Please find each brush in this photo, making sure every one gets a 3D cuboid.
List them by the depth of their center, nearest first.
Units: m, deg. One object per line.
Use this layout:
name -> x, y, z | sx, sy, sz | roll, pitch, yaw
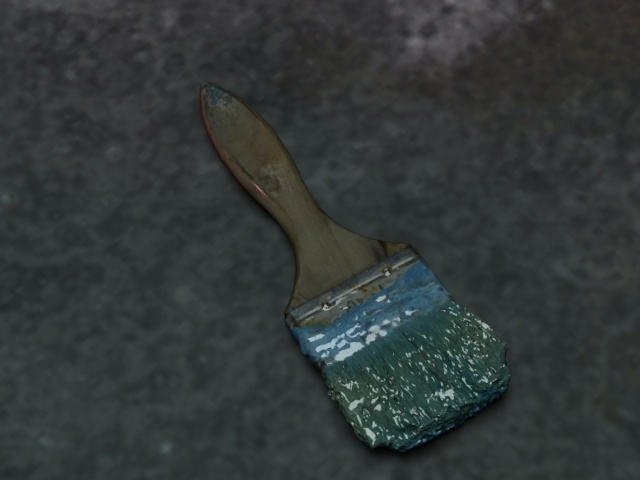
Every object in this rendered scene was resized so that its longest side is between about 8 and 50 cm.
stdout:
brush -> 0.000, 0.000, 0.652 | 0.070, 0.021, 0.196 | -29, 62, -14
